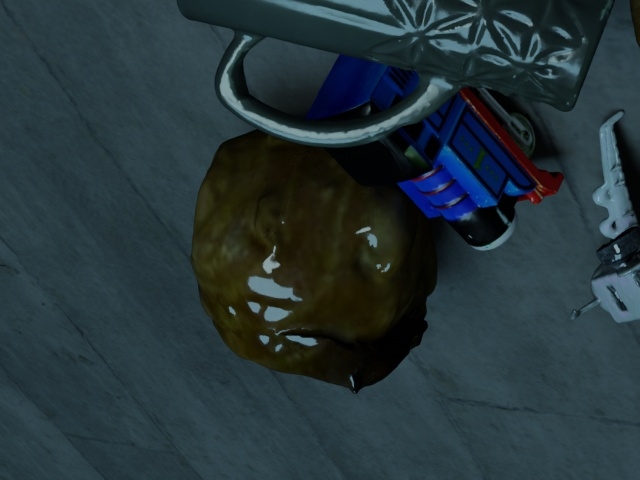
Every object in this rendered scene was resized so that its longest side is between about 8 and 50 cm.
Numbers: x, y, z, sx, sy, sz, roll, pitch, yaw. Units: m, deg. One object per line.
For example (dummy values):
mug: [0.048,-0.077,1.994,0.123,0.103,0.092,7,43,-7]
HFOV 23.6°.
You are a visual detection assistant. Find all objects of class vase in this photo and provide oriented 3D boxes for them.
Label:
vase: [0.045,-0.174,1.056,0.301,0.156,0.251,20,106,8]

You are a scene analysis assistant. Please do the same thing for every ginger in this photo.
ginger: [-0.004,-0.001,1.342,0.200,0.269,0.223,9,106,14]

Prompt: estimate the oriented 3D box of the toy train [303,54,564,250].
toy train: [0.091,-0.077,1.202,0.083,0.131,0.204,-12,132,46]

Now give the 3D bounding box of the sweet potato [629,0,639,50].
sweet potato: [0.230,-0.176,1.003,0.066,0.072,0.314,20,148,27]

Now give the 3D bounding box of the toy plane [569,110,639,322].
toy plane: [0.266,0.027,1.225,0.251,0.101,0.255,58,163,2]
